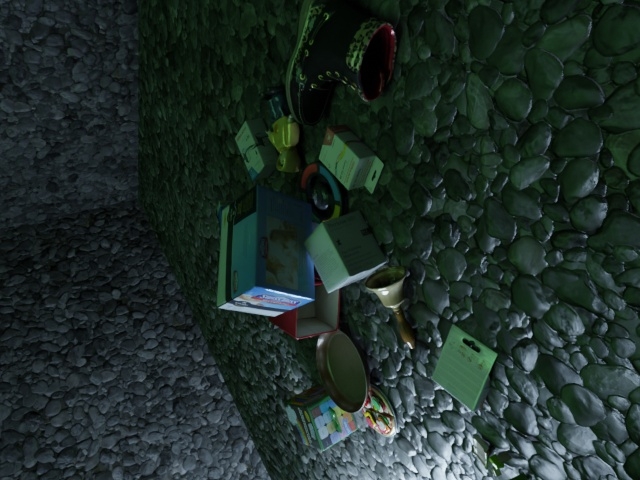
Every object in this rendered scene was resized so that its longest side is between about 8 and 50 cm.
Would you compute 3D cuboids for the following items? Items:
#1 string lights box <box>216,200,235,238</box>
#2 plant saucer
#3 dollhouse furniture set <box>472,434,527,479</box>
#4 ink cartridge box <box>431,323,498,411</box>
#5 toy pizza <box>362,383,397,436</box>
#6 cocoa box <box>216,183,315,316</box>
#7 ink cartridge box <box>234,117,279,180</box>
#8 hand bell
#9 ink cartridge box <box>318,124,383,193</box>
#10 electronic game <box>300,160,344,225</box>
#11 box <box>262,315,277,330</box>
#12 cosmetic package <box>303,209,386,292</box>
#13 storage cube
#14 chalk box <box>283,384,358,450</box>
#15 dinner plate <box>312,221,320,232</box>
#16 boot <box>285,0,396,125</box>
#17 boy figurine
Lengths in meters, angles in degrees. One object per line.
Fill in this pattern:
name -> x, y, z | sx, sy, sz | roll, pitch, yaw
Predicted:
string lights box -> -0.364, -0.046, 1.954 | 0.077, 0.133, 0.260 | 120, 142, -50
plant saucer -> 0.087, 0.467, 1.646 | 0.310, 0.050, 0.311 | 20, 113, 55
dollhouse furniture set -> 0.464, 0.577, 1.182 | 0.152, 0.058, 0.076 | -130, 25, -63
ink cartridge box -> 0.381, 0.329, 1.183 | 0.145, 0.045, 0.180 | 34, 114, 45
toy pizza -> 0.193, 0.603, 1.600 | 0.201, 0.032, 0.202 | 32, 131, 46
cocoa box -> -0.175, 0.040, 1.455 | 0.227, 0.231, 0.348 | -28, 55, 43
ink cartridge box -> -0.241, -0.347, 1.728 | 0.139, 0.082, 0.191 | -34, 78, 57
hand bell -> 0.225, 0.209, 1.305 | 0.126, 0.126, 0.242 | 4, 121, 56
ink cartridge box -> 0.085, -0.229, 1.301 | 0.198, 0.067, 0.115 | 50, 142, 30
electronic game -> 0.004, -0.146, 1.488 | 0.229, 0.048, 0.230 | 33, 132, 45
box -> -0.223, 0.213, 1.992 | 0.242, 0.076, 0.308 | 52, 143, 29
cosmetic package -> 0.071, 0.034, 1.379 | 0.184, 0.151, 0.151 | 62, 147, 12
storage cube -> -0.060, 0.220, 1.614 | 0.193, 0.183, 0.215 | 18, 107, 53
chalk box -> 0.013, 0.696, 1.789 | 0.288, 0.179, 0.181 | -23, 86, 57
dinner plate -> 0.000, 0.000, 1.564 | 0.141, 0.017, 0.141 | 41, 152, 27
boot -> 0.045, -0.442, 1.198 | 0.284, 0.138, 0.378 | 45, 134, 36
boy figurine -> -0.135, -0.371, 1.547 | 0.177, 0.092, 0.286 | -1, 102, 54
